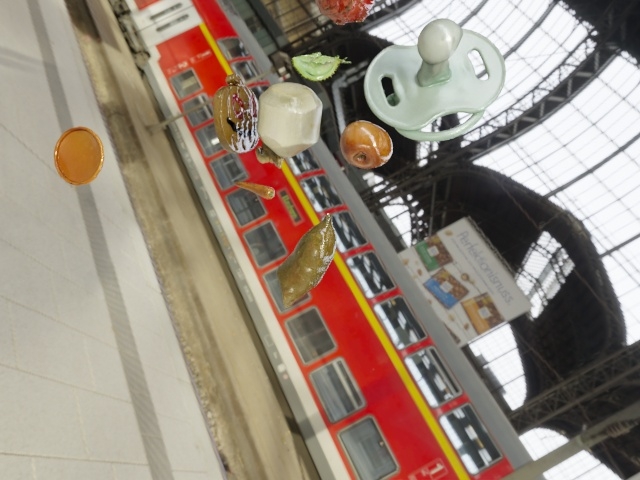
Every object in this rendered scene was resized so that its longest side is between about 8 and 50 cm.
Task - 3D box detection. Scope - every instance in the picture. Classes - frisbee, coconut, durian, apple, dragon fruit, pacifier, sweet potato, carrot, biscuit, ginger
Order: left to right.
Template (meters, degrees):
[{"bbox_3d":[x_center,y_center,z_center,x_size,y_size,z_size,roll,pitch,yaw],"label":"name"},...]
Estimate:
[{"bbox_3d":[-0.781,-0.274,1.530,0.192,0.192,0.035,62,14,5],"label":"frisbee"},{"bbox_3d":[-0.331,-0.519,1.928,0.367,0.063,0.313,-45,136,-67],"label":"biscuit"},{"bbox_3d":[-0.326,-0.259,2.351,0.257,0.061,0.061,20,-27,29],"label":"carrot"},{"bbox_3d":[-0.184,-0.385,1.857,0.059,0.133,0.213,41,59,-66],"label":"ginger"},{"bbox_3d":[-0.113,-0.428,1.712,0.237,0.238,0.265,-121,-145,-45],"label":"coconut"},{"bbox_3d":[-0.040,0.072,1.653,0.158,0.369,0.157,33,22,-15],"label":"sweet potato"},{"bbox_3d":[-0.006,-0.611,1.636,0.100,0.216,0.086,159,-76,-69],"label":"durian"},{"bbox_3d":[0.095,-0.983,1.856,0.241,0.253,0.240,161,-90,-76],"label":"dragon fruit"},{"bbox_3d":[0.199,-0.413,2.074,0.235,0.173,0.210,17,-33,11],"label":"apple"},{"bbox_3d":[0.273,-0.394,1.096,0.269,0.344,0.288,52,20,-74],"label":"pacifier"}]
